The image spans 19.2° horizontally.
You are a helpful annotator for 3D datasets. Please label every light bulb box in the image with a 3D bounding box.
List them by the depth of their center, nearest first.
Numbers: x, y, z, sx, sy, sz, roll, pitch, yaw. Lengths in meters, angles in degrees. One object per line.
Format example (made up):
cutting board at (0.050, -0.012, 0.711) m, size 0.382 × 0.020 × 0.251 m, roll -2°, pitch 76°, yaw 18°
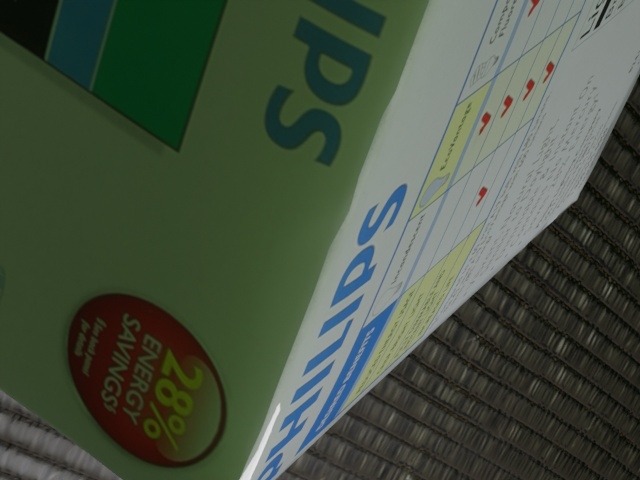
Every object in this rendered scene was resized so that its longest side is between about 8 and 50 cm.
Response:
light bulb box at (0.012, -0.137, 0.788) m, size 0.361 × 0.225 × 0.358 m, roll -37°, pitch 155°, yaw -50°
